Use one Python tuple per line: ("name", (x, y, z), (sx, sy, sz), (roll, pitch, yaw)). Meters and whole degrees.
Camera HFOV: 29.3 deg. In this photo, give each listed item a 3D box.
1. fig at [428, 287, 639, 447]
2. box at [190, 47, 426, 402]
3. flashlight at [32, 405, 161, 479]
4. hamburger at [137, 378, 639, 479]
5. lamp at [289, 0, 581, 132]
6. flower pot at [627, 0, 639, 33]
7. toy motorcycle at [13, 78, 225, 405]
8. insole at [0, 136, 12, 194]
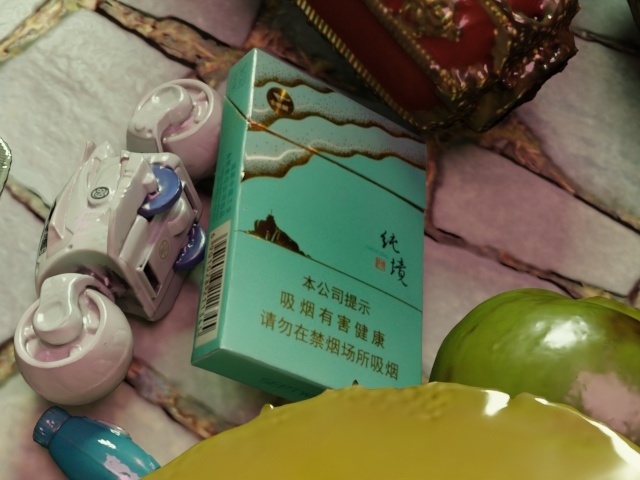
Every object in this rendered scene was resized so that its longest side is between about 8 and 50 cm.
("fig", (0.150, 0.145, 0.735), (0.203, 0.203, 0.225), (14, 90, -4))
("box", (0.000, -0.001, 0.823), (0.162, 0.041, 0.229), (25, 53, -31))
("flashlight", (-0.120, 0.147, 0.746), (0.129, 0.051, 0.051), (30, 59, 11))
("hamburger", (0.037, 0.271, 0.527), (0.396, 0.277, 0.395), (-14, 29, 8))
("lamp", (0.066, -0.206, 0.909), (0.274, 0.177, 0.177), (47, 61, 2))
("flower pot", (0.378, -0.176, 0.919), (0.294, 0.293, 0.330), (-12, 56, -19))
("toy motorcycle", (-0.137, -0.007, 0.813), (0.113, 0.112, 0.254), (22, 57, 1))
("insole", (-0.265, 0.015, 0.816), (0.080, 0.003, 0.232), (18, 58, -2))
